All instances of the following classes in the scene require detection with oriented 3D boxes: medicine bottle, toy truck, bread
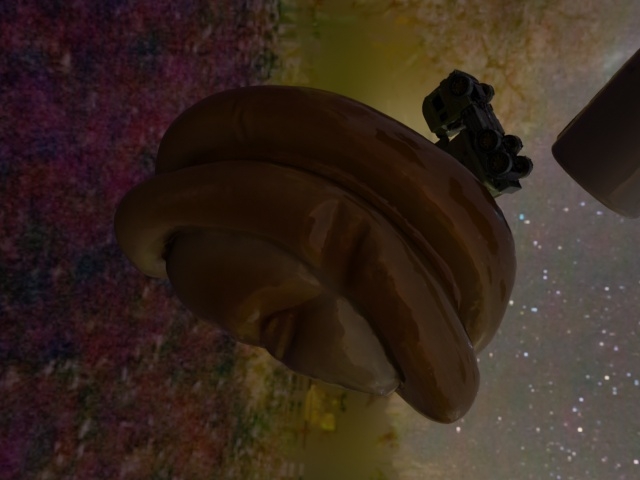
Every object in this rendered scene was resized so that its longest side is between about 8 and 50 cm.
[{"bbox_3d":[0.605,-0.234,1.128,0.371,0.211,0.211,-52,-166,25],"label":"medicine bottle"},{"bbox_3d":[0.191,-0.126,0.834,0.077,0.100,0.169,-1,63,-51],"label":"toy truck"},{"bbox_3d":[-0.010,0.023,0.715,0.245,0.423,0.329,-60,170,-27],"label":"bread"}]
